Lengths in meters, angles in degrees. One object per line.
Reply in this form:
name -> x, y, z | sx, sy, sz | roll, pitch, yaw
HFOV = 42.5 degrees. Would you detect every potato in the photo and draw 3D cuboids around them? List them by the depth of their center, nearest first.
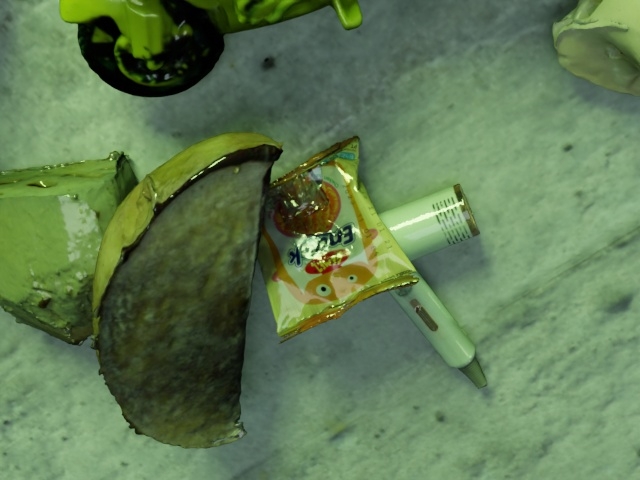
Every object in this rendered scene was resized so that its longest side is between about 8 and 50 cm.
potato -> -0.109, 0.027, 0.573 | 0.120, 0.100, 0.261 | -7, 128, -25

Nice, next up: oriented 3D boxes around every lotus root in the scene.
lotus root -> -0.193, 0.013, 0.599 | 0.143, 0.070, 0.144 | -14, 114, 9

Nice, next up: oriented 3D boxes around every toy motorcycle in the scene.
toy motorcycle -> -0.014, -0.207, 0.457 | 0.342, 0.142, 0.206 | -21, 150, 11

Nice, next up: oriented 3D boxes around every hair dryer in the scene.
hair dryer -> 0.065, 0.062, 0.630 | 0.155, 0.044, 0.183 | -20, 115, 13

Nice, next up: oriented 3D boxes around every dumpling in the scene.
dumpling -> 0.247, -0.139, 0.495 | 0.199, 0.118, 0.136 | -22, 131, 41

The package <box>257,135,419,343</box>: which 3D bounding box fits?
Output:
package -> -0.001, -0.002, 0.574 | 0.108, 0.031, 0.120 | -26, 71, 13
